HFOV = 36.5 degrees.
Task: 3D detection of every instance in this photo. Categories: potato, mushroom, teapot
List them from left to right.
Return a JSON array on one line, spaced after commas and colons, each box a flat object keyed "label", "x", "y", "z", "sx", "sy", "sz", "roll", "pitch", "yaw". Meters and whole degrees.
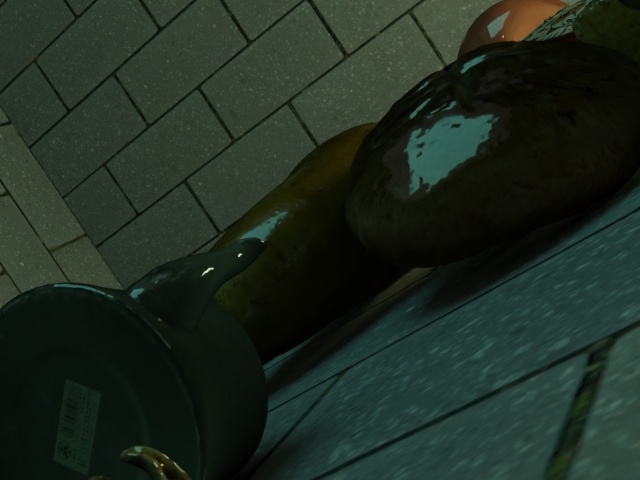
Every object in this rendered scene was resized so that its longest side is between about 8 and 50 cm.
[{"label": "teapot", "x": -0.106, "y": 0.103, "z": 0.587, "sx": 0.239, "sy": 0.162, "sz": 0.149, "roll": -64, "pitch": -18, "yaw": 18}, {"label": "potato", "x": 0.000, "y": 0.000, "z": 0.947, "sx": 0.195, "sy": 0.176, "sz": 0.369, "roll": -5, "pitch": 19, "yaw": 38}, {"label": "mushroom", "x": 0.132, "y": -0.074, "z": 0.773, "sx": 0.278, "sy": 0.146, "sz": 0.278, "roll": -21, "pitch": 22, "yaw": 9}]

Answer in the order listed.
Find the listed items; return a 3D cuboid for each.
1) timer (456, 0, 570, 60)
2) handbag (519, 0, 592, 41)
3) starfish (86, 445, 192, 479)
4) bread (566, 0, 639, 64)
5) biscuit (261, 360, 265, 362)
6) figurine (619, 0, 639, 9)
[{"label": "timer", "x": 0.342, "y": -0.288, "z": 1.614, "sx": 0.229, "sy": 0.229, "sz": 0.215, "roll": -34, "pitch": -8, "yaw": -8}, {"label": "handbag", "x": 0.397, "y": -0.257, "z": 1.307, "sx": 0.171, "sy": 0.151, "sz": 0.298, "roll": -39, "pitch": 11, "yaw": -25}, {"label": "starfish", "x": -0.126, "y": 0.157, "z": 0.359, "sx": 0.190, "sy": 0.074, "sz": 0.146, "roll": -34, "pitch": 0, "yaw": -24}, {"label": "bread", "x": 0.352, "y": -0.215, "z": 0.910, "sx": 0.196, "sy": 0.138, "sz": 0.102, "roll": -34, "pitch": -3, "yaw": 32}, {"label": "biscuit", "x": -0.027, "y": 0.085, "z": 1.190, "sx": 0.202, "sy": 0.044, "sz": 0.289, "roll": -33, "pitch": 4, "yaw": 39}, {"label": "figurine", "x": 0.389, "y": -0.255, "z": 0.681, "sx": 0.380, "sy": 0.203, "sz": 0.248, "roll": -22, "pitch": 9, "yaw": 5}]
